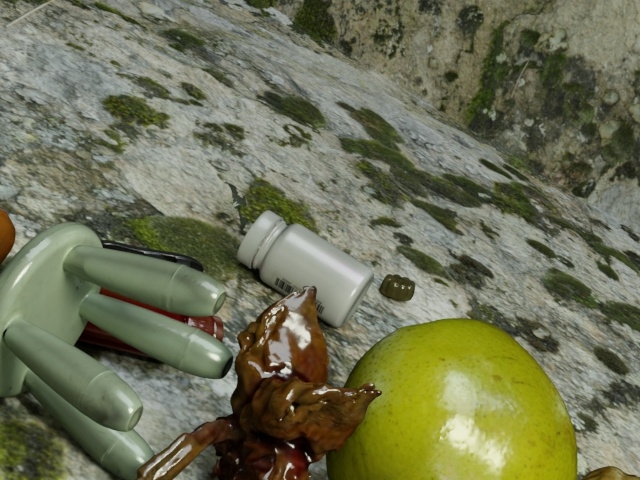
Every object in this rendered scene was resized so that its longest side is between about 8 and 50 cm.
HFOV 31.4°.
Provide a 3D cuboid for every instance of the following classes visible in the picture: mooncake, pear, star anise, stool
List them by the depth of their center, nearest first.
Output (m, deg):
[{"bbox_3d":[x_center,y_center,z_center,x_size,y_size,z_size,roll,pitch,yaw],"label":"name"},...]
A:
[{"bbox_3d":[-0.066,0.205,1.127,0.148,0.237,0.346,49,56,-19],"label":"star anise"},{"bbox_3d":[-0.214,0.107,1.142,0.199,0.195,0.195,26,60,13],"label":"stool"},{"bbox_3d":[0.138,0.224,1.228,0.294,0.294,0.294,24,22,-11],"label":"pear"},{"bbox_3d":[-0.007,0.012,1.841,0.347,0.057,0.150,25,8,-26],"label":"mooncake"}]

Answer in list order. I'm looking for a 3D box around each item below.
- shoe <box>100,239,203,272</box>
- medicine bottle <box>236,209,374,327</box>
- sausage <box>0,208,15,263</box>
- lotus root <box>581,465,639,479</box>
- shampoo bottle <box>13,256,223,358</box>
[{"bbox_3d":[-0.228,0.043,1.484,0.159,0.062,0.053,17,37,-28],"label":"shoe"},{"bbox_3d":[-0.023,0.040,1.675,0.187,0.103,0.103,32,22,9],"label":"medicine bottle"},{"bbox_3d":[-0.403,0.015,1.304,0.076,0.076,0.197,27,22,-5],"label":"sausage"},{"bbox_3d":[0.369,0.357,1.432,0.125,0.118,0.221,2,15,23],"label":"lotus root"},{"bbox_3d":[-0.242,0.089,1.350,0.260,0.064,0.102,17,24,-28],"label":"shampoo bottle"}]
